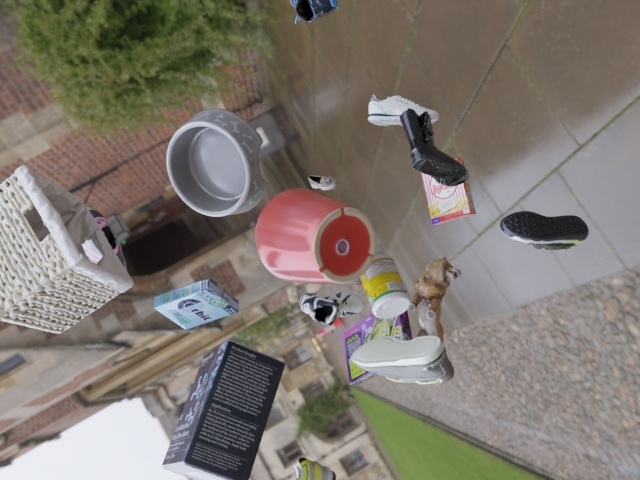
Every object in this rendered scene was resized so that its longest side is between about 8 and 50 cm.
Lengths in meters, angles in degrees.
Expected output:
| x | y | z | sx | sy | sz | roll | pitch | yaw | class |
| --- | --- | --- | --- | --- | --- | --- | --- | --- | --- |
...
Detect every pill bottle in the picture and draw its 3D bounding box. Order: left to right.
| x | y | z | sx | sy | sz | roll | pitch | yaw | class |
| --- | --- | --- | --- | --- | --- | --- | --- | --- | --- |
| 0.181 | 0.116 | 1.800 | 0.117 | 0.118 | 0.208 | 70 | -179 | -53 | pill bottle |

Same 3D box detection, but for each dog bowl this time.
| x | y | z | sx | sy | sz | roll | pitch | yaw | class |
| --- | --- | --- | --- | --- | --- | --- | --- | --- | --- |
| -0.333 | -0.234 | 1.919 | 0.348 | 0.349 | 0.102 | 62 | -150 | -9 | dog bowl |

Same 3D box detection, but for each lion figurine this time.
| x | y | z | sx | sy | sz | roll | pitch | yaw | class |
| --- | --- | --- | --- | --- | --- | --- | --- | --- | --- |
| 0.386 | 0.265 | 2.131 | 0.240 | 0.142 | 0.391 | -44 | -37 | -56 | lion figurine |

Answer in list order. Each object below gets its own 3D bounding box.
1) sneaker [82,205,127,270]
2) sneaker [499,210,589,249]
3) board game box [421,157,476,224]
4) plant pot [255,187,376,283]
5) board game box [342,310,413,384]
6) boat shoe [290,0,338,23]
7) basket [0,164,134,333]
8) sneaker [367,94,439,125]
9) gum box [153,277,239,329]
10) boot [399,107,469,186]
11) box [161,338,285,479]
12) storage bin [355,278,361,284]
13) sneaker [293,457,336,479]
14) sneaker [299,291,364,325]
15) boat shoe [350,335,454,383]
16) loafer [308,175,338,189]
| x | y | z | sx | sy | sz | roll | pitch | yaw | class |
| --- | --- | --- | --- | --- | --- | --- | --- | --- | --- |
| -0.703 | 0.040 | 1.997 | 0.131 | 0.112 | 0.318 | 27 | 147 | 35 | sneaker |
| 0.522 | -0.006 | 1.436 | 0.097 | 0.235 | 0.084 | 114 | 155 | -51 | sneaker |
| 0.429 | -0.163 | 2.047 | 0.045 | 0.147 | 0.193 | 1 | -105 | -52 | board game box |
| 0.000 | 0.000 | 1.605 | 0.243 | 0.275 | 0.274 | 13 | 134 | 58 | plant pot |
| 0.199 | 0.365 | 2.157 | 0.347 | 0.056 | 0.208 | -41 | 52 | 48 | board game box |
| -0.038 | -0.681 | 1.744 | 0.109 | 0.089 | 0.258 | 64 | 169 | -18 | boat shoe |
| -0.735 | 0.039 | 1.626 | 0.328 | 0.266 | 0.331 | 53 | 177 | 16 | basket |
| 0.274 | -0.431 | 2.002 | 0.090 | 0.235 | 0.094 | 39 | -123 | -77 | sneaker |
| -0.351 | 0.183 | 1.731 | 0.157 | 0.185 | 0.041 | 52 | -156 | -50 | gum box |
| 0.357 | -0.295 | 1.900 | 0.247 | 0.094 | 0.207 | 16 | -125 | -37 | boot |
| -0.310 | 0.559 | 1.948 | 0.212 | 0.395 | 0.293 | 27 | 149 | -15 | box |
| 0.105 | 0.093 | 1.986 | 0.135 | 0.091 | 0.098 | 113 | 162 | -69 | storage bin |
| -0.103 | 0.875 | 1.931 | 0.147 | 0.384 | 0.145 | 35 | 145 | 1 | sneaker |
| 0.056 | 0.241 | 2.080 | 0.153 | 0.235 | 0.094 | -127 | 51 | -65 | sneaker |
| 0.187 | 0.289 | 1.442 | 0.305 | 0.109 | 0.091 | -15 | 113 | 55 | boat shoe |
| 0.005 | -0.195 | 2.012 | 0.125 | 0.045 | 0.039 | 7 | 141 | 49 | loafer |
